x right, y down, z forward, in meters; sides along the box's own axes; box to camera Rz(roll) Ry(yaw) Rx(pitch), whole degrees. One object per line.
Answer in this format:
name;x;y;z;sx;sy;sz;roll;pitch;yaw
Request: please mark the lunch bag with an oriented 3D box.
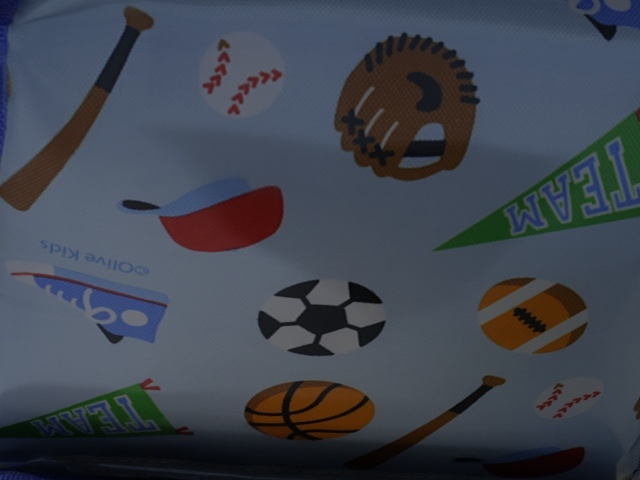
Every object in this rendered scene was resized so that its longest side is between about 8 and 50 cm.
lunch bag;0.000;0.000;0.838;0.385;0.328;0.239;107;164;-49
